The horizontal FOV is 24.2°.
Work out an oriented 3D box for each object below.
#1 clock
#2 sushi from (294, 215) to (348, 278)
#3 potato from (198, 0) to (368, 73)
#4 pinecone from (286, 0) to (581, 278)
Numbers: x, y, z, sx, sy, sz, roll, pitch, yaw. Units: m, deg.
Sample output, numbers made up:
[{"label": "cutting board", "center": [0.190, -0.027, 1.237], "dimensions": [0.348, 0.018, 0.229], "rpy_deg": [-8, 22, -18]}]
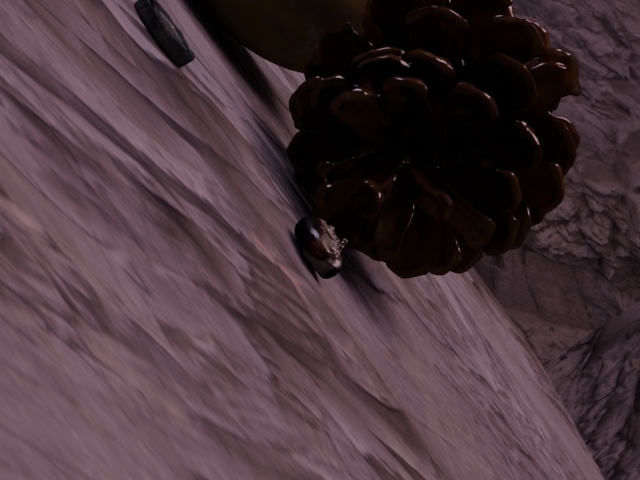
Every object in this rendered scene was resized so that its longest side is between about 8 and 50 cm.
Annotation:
[{"label": "clock", "center": [-0.160, -0.215, 1.529], "dimensions": [0.085, 0.017, 0.085], "rpy_deg": [54, 7, -10]}, {"label": "sushi", "center": [0.000, 0.000, 1.509], "dimensions": [0.046, 0.044, 0.083], "rpy_deg": [53, 6, -26]}, {"label": "potato", "center": [-0.013, -0.418, 2.026], "dimensions": [0.442, 0.385, 0.319], "rpy_deg": [42, 27, -25]}, {"label": "pinecone", "center": [0.129, -0.113, 1.757], "dimensions": [0.384, 0.384, 0.384], "rpy_deg": [55, 7, -10]}]
